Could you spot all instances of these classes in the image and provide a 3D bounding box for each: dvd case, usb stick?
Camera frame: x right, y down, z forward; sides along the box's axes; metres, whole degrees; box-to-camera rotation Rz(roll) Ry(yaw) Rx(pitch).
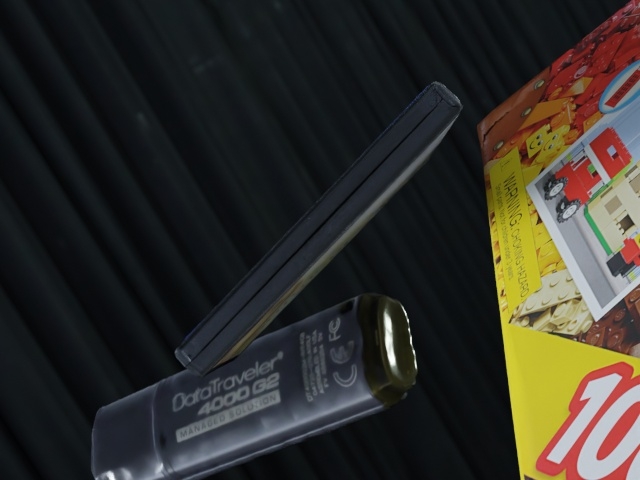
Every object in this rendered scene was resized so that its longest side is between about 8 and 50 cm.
[{"bbox_3d":[0.000,0.000,0.902,0.180,0.022,0.253,-46,178,-1],"label":"dvd case"},{"bbox_3d":[-0.051,0.106,1.068,0.045,0.077,0.278,17,148,-42],"label":"usb stick"}]

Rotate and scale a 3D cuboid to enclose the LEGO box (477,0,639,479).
[{"bbox_3d":[0.282,0.003,0.763,0.372,0.193,0.500,-39,-159,20],"label":"LEGO box"}]
